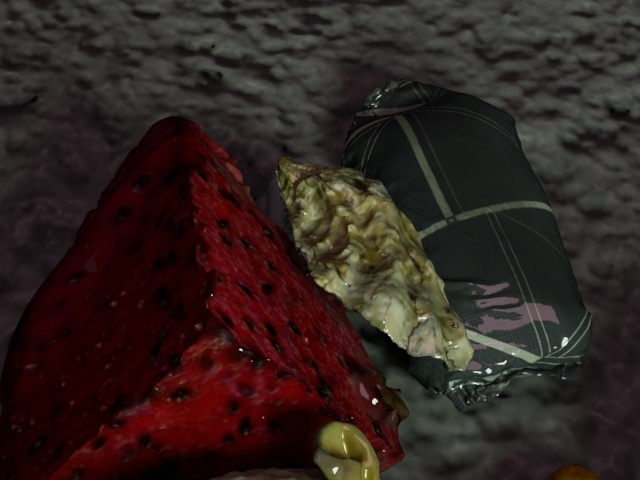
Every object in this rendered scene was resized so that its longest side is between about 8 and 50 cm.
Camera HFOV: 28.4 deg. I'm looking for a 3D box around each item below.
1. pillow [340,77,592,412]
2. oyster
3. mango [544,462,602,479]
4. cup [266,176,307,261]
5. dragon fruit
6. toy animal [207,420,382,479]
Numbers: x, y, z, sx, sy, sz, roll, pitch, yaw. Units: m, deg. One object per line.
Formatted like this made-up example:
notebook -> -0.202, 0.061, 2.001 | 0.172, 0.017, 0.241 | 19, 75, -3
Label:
pillow -> 0.117, -0.011, 1.070 | 0.161, 0.093, 0.335 | -12, 54, -4
oyster -> 0.049, 0.014, 0.949 | 0.132, 0.072, 0.209 | 20, 22, -33
mango -> 0.177, 0.238, 0.885 | 0.075, 0.098, 0.190 | -14, 41, 29
cup -> 0.000, 0.000, 1.056 | 0.104, 0.074, 0.116 | -8, 52, 21
dragon fruit -> -0.081, 0.045, 0.918 | 0.302, 0.240, 0.330 | 7, 58, -21
toy animal -> -0.035, 0.257, 0.771 | 0.358, 0.188, 0.227 | -10, 65, -47
